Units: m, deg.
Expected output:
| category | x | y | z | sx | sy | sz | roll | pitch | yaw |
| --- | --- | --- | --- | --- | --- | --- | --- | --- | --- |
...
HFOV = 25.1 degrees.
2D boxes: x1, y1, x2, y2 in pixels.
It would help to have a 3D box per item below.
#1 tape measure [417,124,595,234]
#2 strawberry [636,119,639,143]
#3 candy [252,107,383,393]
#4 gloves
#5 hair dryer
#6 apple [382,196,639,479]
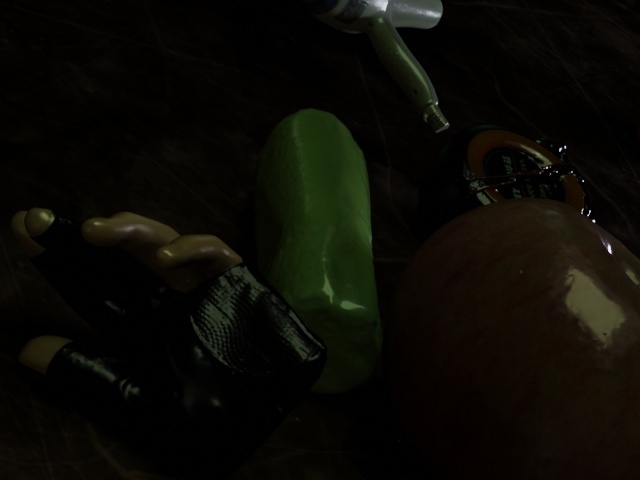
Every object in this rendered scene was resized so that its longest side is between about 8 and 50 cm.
| category | x | y | z | sx | sy | sz | roll | pitch | yaw |
| --- | --- | --- | --- | --- | --- | --- | --- | --- | --- |
| tape measure | 0.226 | -0.041 | 1.746 | 0.223 | 0.135 | 0.202 | 10 | 47 | -26 |
| strawberry | 0.535 | -0.151 | 2.232 | 0.104 | 0.048 | 0.152 | 22 | 18 | 0 |
| candy | 0.000 | 0.000 | 1.495 | 0.132 | 0.142 | 0.343 | 26 | 32 | -22 |
| gloves | -0.148 | 0.074 | 1.261 | 0.301 | 0.197 | 0.152 | 41 | -5 | -13 |
| hair dryer | 0.120 | -0.297 | 2.075 | 0.298 | 0.119 | 0.296 | 50 | 30 | 2 |
| apple | 0.227 | 0.115 | 1.394 | 0.345 | 0.269 | 0.345 | 22 | 32 | -14 |
